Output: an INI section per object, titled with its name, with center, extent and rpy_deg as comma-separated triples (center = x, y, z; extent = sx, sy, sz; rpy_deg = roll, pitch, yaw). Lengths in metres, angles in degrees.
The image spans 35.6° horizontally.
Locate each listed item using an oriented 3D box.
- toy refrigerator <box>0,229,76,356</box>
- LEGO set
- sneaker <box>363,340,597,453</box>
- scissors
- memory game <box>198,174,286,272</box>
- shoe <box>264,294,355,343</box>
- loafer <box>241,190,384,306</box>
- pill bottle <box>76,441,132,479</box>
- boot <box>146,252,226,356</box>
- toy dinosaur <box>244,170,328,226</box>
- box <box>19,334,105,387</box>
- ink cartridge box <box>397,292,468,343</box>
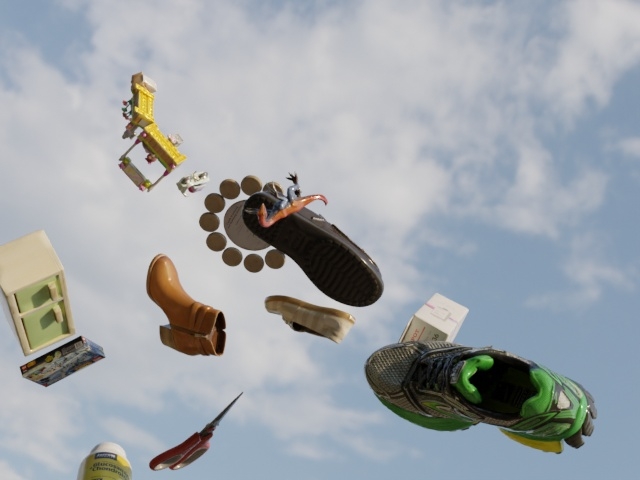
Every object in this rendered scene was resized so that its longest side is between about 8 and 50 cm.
[toy refrigerator]
center = -0.490, 0.099, 1.710
extent = 0.094, 0.102, 0.269
rpy_deg = 57, -23, 21
[LEGO set]
center = -0.342, -0.197, 1.940
extent = 0.107, 0.287, 0.132
rpy_deg = -41, -19, 24
[sneaker]
center = 0.199, 0.188, 1.375
extent = 0.343, 0.134, 0.146
rpy_deg = 3, -27, 40
[scissors]
center = -0.198, 0.340, 1.787
extent = 0.109, 0.021, 0.297
rpy_deg = 8, -42, -49
[memory game]
center = -0.116, -0.027, 1.695
extent = 0.186, 0.012, 0.186
rpy_deg = 4, -61, 6
[shoe]
center = -0.031, 0.148, 1.885
extent = 0.219, 0.058, 0.076
rpy_deg = 10, -16, 43
[loafer]
center = 0.000, 0.000, 1.338
extent = 0.220, 0.078, 0.080
rpy_deg = 40, -60, -2
[pill bottle]
center = -0.409, 0.459, 1.879
extent = 0.103, 0.184, 0.103
rpy_deg = -2, -70, -7
[boot]
center = -0.244, 0.122, 1.865
extent = 0.152, 0.073, 0.197
rpy_deg = 6, -66, 41
[toy dinosaur]
center = -0.041, -0.042, 1.152
extent = 0.090, 0.082, 0.047
rpy_deg = 15, -43, 4
[box]
center = -0.498, 0.235, 1.931
extent = 0.137, 0.027, 0.094
rpy_deg = -27, -25, 3
[ink cartridge box]
center = 0.166, 0.166, 1.591
extent = 0.067, 0.198, 0.115
rpy_deg = 28, -71, 14
